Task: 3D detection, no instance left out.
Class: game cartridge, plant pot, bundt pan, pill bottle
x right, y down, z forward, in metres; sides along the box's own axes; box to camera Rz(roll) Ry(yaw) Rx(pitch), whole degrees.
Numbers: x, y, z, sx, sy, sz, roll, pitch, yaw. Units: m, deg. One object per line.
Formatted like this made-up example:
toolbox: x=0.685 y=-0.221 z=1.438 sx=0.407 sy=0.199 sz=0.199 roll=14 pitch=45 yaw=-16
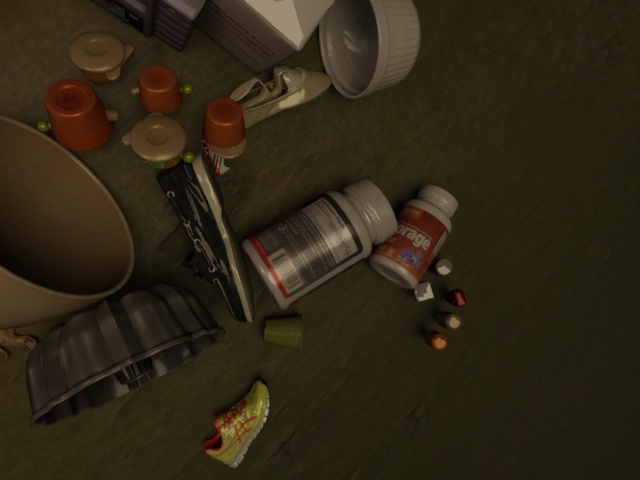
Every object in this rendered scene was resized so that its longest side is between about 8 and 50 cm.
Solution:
game cartridge: x=-0.351 y=-0.420 z=0.707 sx=0.355 sy=0.230 sz=0.068 roll=29 pitch=84 yaw=-22
plant pot: x=-0.083 y=0.197 z=1.026 sx=0.079 sy=0.083 sz=0.083 roll=5 pitch=100 yaw=-8
bundt pan: x=-0.339 y=0.182 z=0.821 sx=0.331 sy=0.331 sz=0.124 roll=-27 pitch=78 yaw=-12
pill bottle: x=0.000 y=0.000 z=0.961 sx=0.283 sy=0.161 sz=0.161 roll=-31 pitch=110 yaw=-11
pill bottle: x=0.209 y=-0.012 z=1.047 sx=0.121 sy=0.121 sz=0.216 roll=40 pitch=76 yaw=-22

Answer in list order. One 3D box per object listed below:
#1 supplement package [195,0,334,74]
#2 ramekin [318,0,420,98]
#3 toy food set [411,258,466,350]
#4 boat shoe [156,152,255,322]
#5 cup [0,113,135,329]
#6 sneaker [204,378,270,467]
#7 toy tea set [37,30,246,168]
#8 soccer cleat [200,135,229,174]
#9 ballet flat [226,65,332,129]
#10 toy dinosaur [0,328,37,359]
supplement package: x=-0.093 y=-0.409 z=0.768 sx=0.175 sy=0.293 sz=0.177 roll=35 pitch=88 yaw=-23
ramekin: x=0.093 y=-0.379 z=0.894 sx=0.109 sy=0.207 sz=0.207 roll=-17 pitch=107 yaw=-25
toy food set: x=0.274 y=0.134 z=1.141 sx=0.111 sy=0.104 sz=0.232 roll=-16 pitch=86 yaw=-4
boat shoe: x=-0.218 y=0.012 z=0.909 sx=0.113 sy=0.127 sz=0.340 roll=-17 pitch=109 yaw=-1
cup: x=-0.497 y=0.008 z=0.729 sx=0.237 sy=0.331 sz=0.331 roll=-35 pitch=112 yaw=13
sneaker: x=-0.180 y=0.390 z=1.027 sx=0.094 sy=0.081 sz=0.208 roll=27 pitch=92 yaw=-20
toy tea set: x=-0.297 y=-0.204 z=0.820 sx=0.336 sy=0.124 sz=0.200 roll=25 pitch=65 yaw=-1
soccer cleat: x=-0.204 y=-0.168 z=0.925 sx=0.036 sy=0.029 sz=0.083 roll=-28 pitch=113 yaw=-21
ballet flat: x=-0.091 y=-0.281 z=0.903 sx=0.248 sy=0.086 sz=0.086 roll=-31 pitch=110 yaw=-11
toy dinosaur: x=-0.601 y=0.160 z=0.852 sx=0.183 sy=0.053 sz=0.092 roll=47 pitch=69 yaw=-29
